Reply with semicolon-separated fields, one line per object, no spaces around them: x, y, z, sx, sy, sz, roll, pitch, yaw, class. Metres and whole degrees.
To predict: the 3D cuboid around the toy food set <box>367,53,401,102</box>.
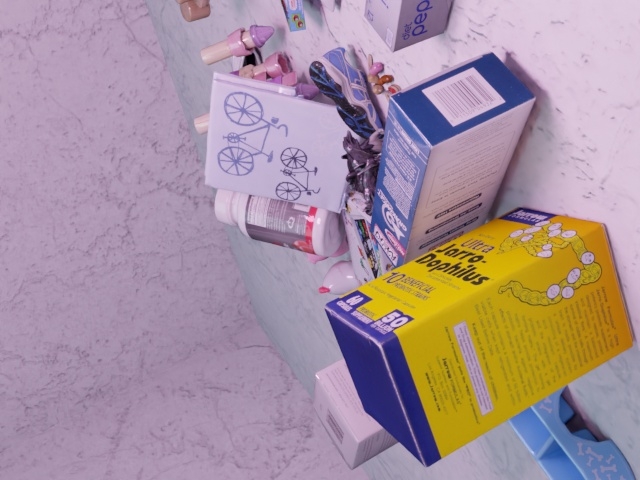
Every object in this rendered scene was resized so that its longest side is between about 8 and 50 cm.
0.116;-0.293;1.383;0.122;0.019;0.077;53;161;35;toy food set

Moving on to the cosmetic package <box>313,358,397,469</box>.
0.181;0.259;1.390;0.155;0.366;0.197;55;160;26;cosmetic package

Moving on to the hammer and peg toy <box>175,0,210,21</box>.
-0.331;-0.670;1.684;0.266;0.127;0.361;53;153;10;hammer and peg toy

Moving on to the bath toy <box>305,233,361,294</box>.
0.000;0.000;2.033;0.348;0.129;0.151;67;164;-11;bath toy

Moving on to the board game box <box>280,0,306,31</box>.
-0.070;-0.552;1.475;0.211;0.039;0.160;83;175;-46;board game box

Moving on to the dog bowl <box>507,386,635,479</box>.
0.420;0.347;1.296;0.297;0.074;0.165;55;162;29;dog bowl

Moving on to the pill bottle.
-0.102;-0.075;1.884;0.319;0.176;0.176;14;140;22;pill bottle

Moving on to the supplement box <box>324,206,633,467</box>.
0.222;0.118;1.045;0.194;0.357;0.195;24;137;67;supplement box

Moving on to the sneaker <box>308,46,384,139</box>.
0.070;-0.286;1.458;0.080;0.081;0.211;4;138;55;sneaker

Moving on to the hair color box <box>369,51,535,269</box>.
0.181;-0.101;1.108;0.105;0.174;0.347;56;162;26;hair color box

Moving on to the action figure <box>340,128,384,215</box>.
0.116;-0.132;1.425;0.164;0.141;0.275;63;-179;12;action figure

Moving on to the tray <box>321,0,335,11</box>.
-0.013;-0.554;1.337;0.270;0.030;0.145;90;156;-62;tray

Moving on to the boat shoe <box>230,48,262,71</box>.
-0.201;-0.435;2.066;0.258;0.095;0.084;79;163;-46;boat shoe

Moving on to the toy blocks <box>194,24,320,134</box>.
-0.107;-0.330;1.773;0.309;0.260;0.288;46;-145;-50;toy blocks

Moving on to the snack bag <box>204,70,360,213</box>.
-0.082;-0.206;1.626;0.323;0.343;0.037;104;176;-48;snack bag

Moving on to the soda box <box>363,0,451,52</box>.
0.132;-0.399;1.012;0.091;0.098;0.286;59;163;25;soda box

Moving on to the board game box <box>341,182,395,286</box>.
0.127;0.026;1.790;0.193;0.053;0.305;49;159;47;board game box
